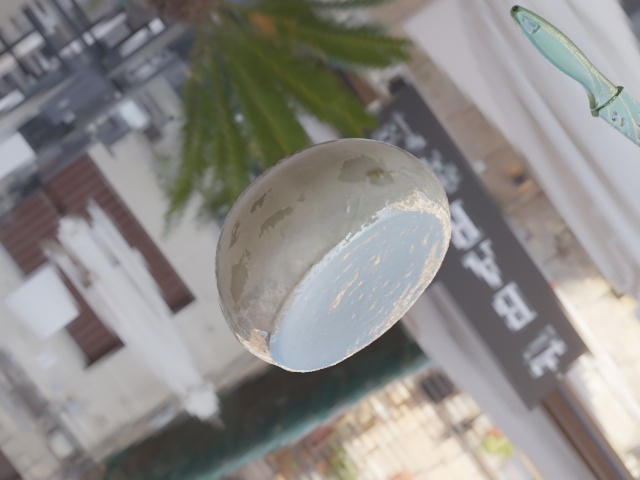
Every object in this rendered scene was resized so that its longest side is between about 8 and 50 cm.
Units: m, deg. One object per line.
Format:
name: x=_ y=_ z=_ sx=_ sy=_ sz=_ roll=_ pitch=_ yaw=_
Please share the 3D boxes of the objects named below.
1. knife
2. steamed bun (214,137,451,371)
knife: x=0.269 y=-0.141 z=1.546 sx=0.020 sy=0.293 sz=0.043 roll=13 pitch=-105 yaw=51
steamed bun: x=0.000 y=0.000 z=1.457 sx=0.231 sy=0.145 sz=0.232 roll=-32 pitch=150 yaw=-21
